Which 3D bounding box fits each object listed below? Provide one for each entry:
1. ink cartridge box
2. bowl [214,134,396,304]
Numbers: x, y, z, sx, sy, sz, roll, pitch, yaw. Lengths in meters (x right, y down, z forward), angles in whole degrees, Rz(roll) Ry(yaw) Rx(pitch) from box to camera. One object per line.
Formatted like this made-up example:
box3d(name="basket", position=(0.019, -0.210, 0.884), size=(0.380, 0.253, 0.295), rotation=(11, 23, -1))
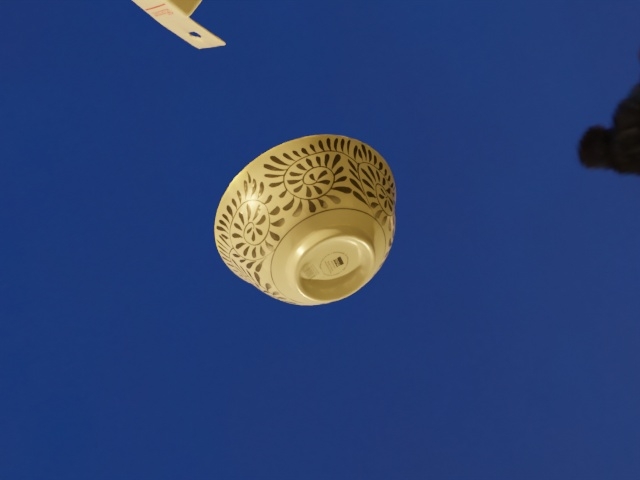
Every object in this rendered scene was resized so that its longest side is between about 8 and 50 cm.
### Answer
box3d(name="ink cartridge box", position=(-0.157, -0.258, 1.193), size=(0.198, 0.115, 0.067), rotation=(38, -96, -19))
box3d(name="bowl", position=(0.000, 0.000, 1.142), size=(0.170, 0.170, 0.080), rotation=(22, -154, -35))
